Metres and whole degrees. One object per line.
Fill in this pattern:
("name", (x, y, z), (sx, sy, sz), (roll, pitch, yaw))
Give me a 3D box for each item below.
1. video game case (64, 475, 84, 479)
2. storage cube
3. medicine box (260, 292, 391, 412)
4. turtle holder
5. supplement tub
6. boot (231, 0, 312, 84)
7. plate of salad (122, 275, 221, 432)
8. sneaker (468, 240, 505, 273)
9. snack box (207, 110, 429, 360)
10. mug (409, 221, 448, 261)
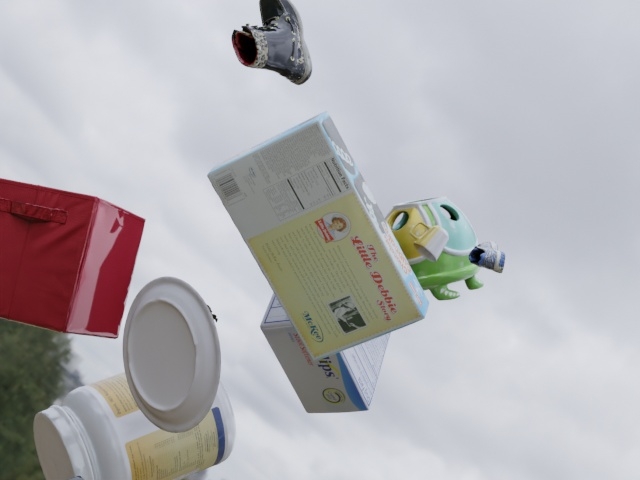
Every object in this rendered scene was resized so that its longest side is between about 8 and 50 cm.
("video game case", (-0.464, 0.527, 1.522), (0.026, 0.196, 0.274), (23, -62, 48))
("storage cube", (-0.391, 0.029, 1.391), (0.184, 0.193, 0.215), (11, -5, 12))
("medicine box", (0.024, 0.164, 1.974), (0.149, 0.289, 0.263), (-7, -53, 25))
("turtle holder", (0.219, 0.023, 2.227), (0.243, 0.320, 0.227), (-178, -101, -66))
("supplement tub", (-0.340, 0.354, 1.756), (0.228, 0.316, 0.228), (27, -55, 47))
("boot", (-0.119, -0.458, 2.075), (0.179, 0.085, 0.236), (3, 62, -51))
("plate of salad", (-0.187, 0.145, 1.226), (0.200, 0.200, 0.048), (26, 17, 40))
("sneaker", (0.316, 0.026, 1.863), (0.058, 0.052, 0.135), (10, 7, -8))
("snack box", (0.000, 0.000, 1.356), (0.322, 0.187, 0.060), (61, 22, -14))
("mug", (0.237, -0.003, 2.039), (0.078, 0.064, 0.062), (47, -14, -30))
